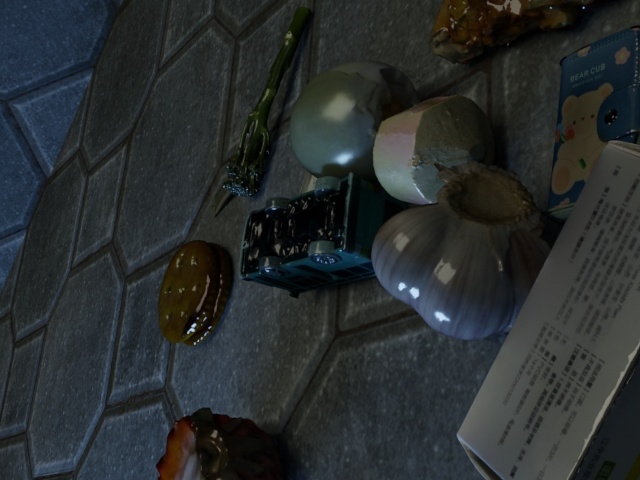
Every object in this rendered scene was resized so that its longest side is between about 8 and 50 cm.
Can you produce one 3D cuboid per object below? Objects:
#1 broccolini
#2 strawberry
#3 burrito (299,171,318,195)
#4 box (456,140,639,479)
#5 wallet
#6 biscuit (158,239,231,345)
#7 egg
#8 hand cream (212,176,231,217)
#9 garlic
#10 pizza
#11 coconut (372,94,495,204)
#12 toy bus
[{"bbox_3d":[-0.095,-0.269,1.685,0.392,0.078,0.074,-68,20,-7],"label":"broccolini"},{"bbox_3d":[-0.161,0.430,1.353,0.265,0.149,0.336,55,132,45],"label":"strawberry"},{"bbox_3d":[0.011,-0.125,1.427,0.064,0.064,0.203,18,89,59],"label":"burrito"},{"bbox_3d":[0.284,0.101,0.769,0.333,0.173,0.145,-66,30,10],"label":"box"},{"bbox_3d":[0.316,-0.122,0.943,0.141,0.059,0.202,-19,57,61],"label":"wallet"},{"bbox_3d":[-0.256,0.104,1.724,0.220,0.066,0.221,-31,51,47],"label":"biscuit"},{"bbox_3d":[0.042,-0.170,1.276,0.217,0.183,0.183,-9,67,46],"label":"egg"},{"bbox_3d":[-0.191,-0.111,1.772,0.165,0.037,0.057,-47,39,47],"label":"hand cream"},{"bbox_3d":[0.163,-0.003,1.018,0.207,0.207,0.257,-66,18,11],"label":"garlic"},{"bbox_3d":[0.282,-0.378,1.087,0.409,0.114,0.278,-50,33,37],"label":"pizza"},{"bbox_3d":[0.155,-0.113,1.117,0.152,0.147,0.147,11,84,61],"label":"coconut"},{"bbox_3d":[0.000,0.000,1.294,0.256,0.147,0.128,-17,59,48],"label":"toy bus"}]
